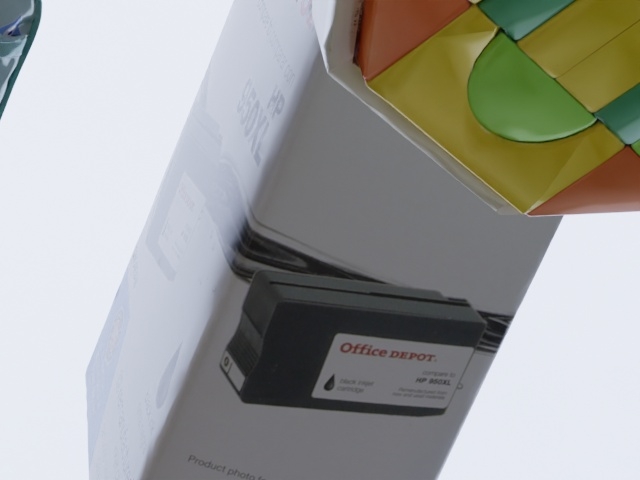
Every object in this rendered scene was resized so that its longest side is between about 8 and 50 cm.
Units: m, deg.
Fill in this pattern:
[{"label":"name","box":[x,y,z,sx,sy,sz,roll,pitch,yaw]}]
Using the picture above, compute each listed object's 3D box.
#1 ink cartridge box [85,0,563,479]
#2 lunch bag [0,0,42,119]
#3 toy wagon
[{"label":"ink cartridge box","box":[0.000,0.000,1.060,0.166,0.285,0.395,18,-71,-16]},{"label":"lunch bag","box":[-0.315,-0.111,1.052,0.279,0.108,0.224,-1,-47,-43]},{"label":"toy wagon","box":[0.161,-0.141,0.604,0.344,0.068,0.267,-34,-47,23]}]
